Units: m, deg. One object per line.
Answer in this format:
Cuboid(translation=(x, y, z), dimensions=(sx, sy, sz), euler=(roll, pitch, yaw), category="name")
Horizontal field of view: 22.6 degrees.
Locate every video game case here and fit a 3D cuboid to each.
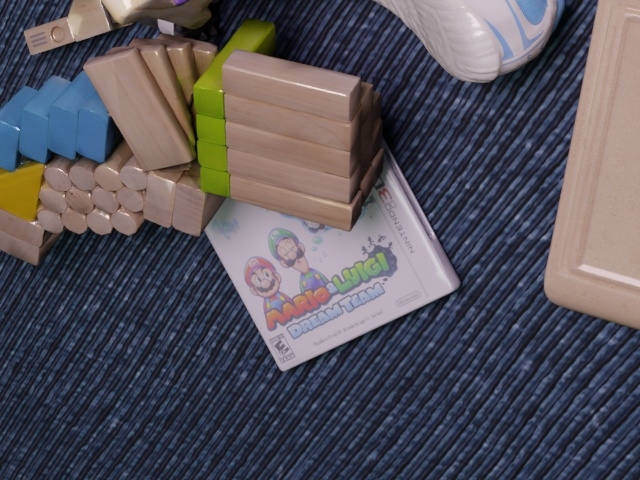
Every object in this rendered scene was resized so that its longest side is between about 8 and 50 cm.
Cuboid(translation=(0.000, 0.000, 1.109), dimensions=(0.157, 0.019, 0.143), euler=(-28, 92, 32), category="video game case")

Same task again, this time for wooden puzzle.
Cuboid(translation=(0.258, -0.039, 0.954), dimensions=(0.220, 0.044, 0.239), euler=(17, 117, 22), category="wooden puzzle")

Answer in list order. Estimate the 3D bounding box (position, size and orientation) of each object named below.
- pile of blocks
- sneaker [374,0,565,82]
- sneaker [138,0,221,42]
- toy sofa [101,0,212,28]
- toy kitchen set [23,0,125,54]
Cuboid(translation=(-0.109, -0.083, 1.074), dimensions=(0.362, 0.113, 0.149), euler=(-7, 124, 31), category="pile of blocks")
Cuboid(translation=(0.053, -0.190, 0.997), dimensions=(0.237, 0.086, 0.085), euler=(47, 150, 20), category="sneaker")
Cuboid(translation=(-0.105, -0.247, 1.049), dimensions=(0.106, 0.078, 0.234), euler=(21, 116, 18), category="sneaker")
Cuboid(translation=(-0.007, -0.282, 0.872), dimensions=(0.362, 0.177, 0.150), euler=(-37, 84, 13), category="toy sofa")
Cuboid(translation=(-0.188, -0.178, 1.120), dimensions=(0.075, 0.068, 0.083), euler=(-13, 100, 30), category="toy kitchen set")
